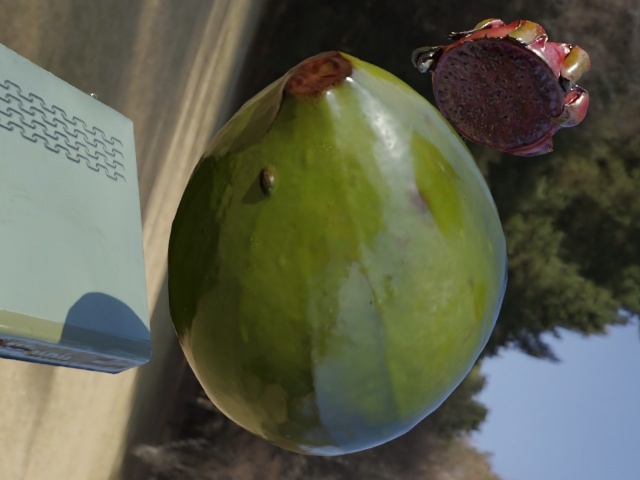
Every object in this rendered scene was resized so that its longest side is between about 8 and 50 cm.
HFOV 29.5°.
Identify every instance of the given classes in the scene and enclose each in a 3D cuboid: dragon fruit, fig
[{"bbox_3d":[0.148,-0.124,0.952,0.068,0.126,0.112,-57,137,-48],"label":"dragon fruit"},{"bbox_3d":[0.000,0.000,0.696,0.203,0.203,0.225,-77,161,-45],"label":"fig"}]

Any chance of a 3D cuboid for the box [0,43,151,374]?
[{"bbox_3d":[-0.190,-0.025,0.779,0.270,0.045,0.211,26,55,-71],"label":"box"}]
